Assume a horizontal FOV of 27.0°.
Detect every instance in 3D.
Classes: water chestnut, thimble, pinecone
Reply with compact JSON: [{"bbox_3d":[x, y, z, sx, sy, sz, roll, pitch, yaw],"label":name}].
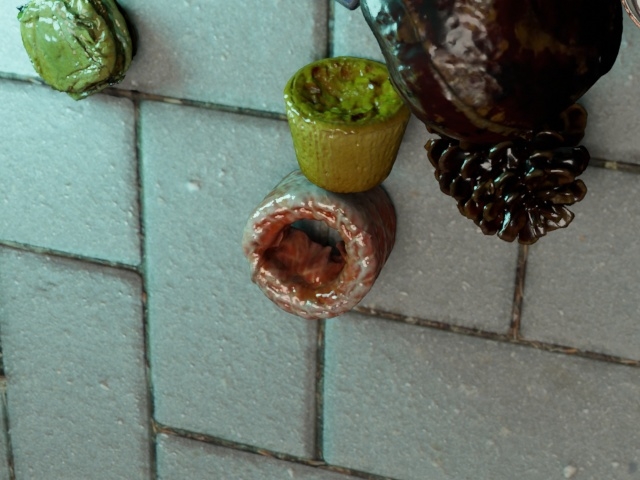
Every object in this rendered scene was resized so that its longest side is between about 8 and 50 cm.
[{"bbox_3d":[0.190,-0.275,1.720,0.347,0.335,0.335,-20,107,47],"label":"water chestnut"},{"bbox_3d":[0.000,0.000,2.129,0.239,0.162,0.239,8,120,15],"label":"thimble"},{"bbox_3d":[0.275,-0.123,1.889,0.246,0.292,0.246,-6,130,-8],"label":"pinecone"}]

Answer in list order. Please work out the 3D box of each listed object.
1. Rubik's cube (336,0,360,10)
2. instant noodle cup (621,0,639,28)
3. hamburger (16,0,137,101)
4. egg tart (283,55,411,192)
[{"bbox_3d":[0.042,-0.495,1.815,0.237,0.238,0.237,34,124,3],"label":"Rubik's cube"},{"bbox_3d":[0.496,-0.367,1.723,0.250,0.192,0.250,9,119,17],"label":"instant noodle cup"},{"bbox_3d":[-0.390,-0.326,2.156,0.206,0.130,0.183,-11,110,46],"label":"hamburger"},{"bbox_3d":[0.046,-0.170,2.019,0.202,0.202,0.147,13,132,16],"label":"egg tart"}]
